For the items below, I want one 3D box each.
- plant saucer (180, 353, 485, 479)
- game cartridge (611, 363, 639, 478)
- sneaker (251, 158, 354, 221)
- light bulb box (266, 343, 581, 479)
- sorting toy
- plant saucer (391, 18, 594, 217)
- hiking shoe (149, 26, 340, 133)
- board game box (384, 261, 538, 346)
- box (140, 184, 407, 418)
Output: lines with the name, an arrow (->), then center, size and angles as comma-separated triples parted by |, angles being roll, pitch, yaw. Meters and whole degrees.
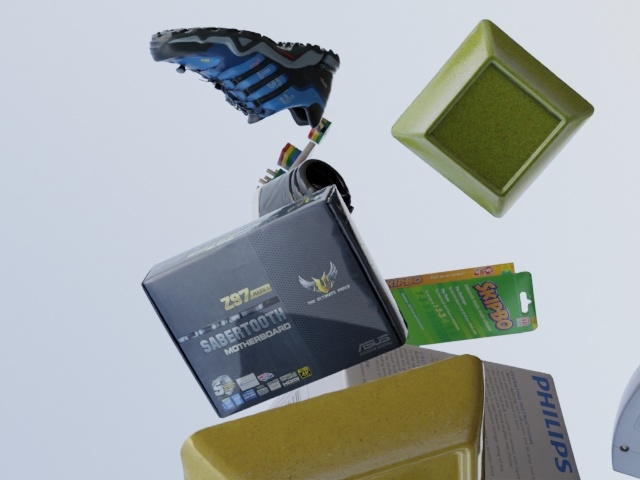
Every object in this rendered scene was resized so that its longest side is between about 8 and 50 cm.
plant saucer -> 0.041, 0.312, 1.291 | 0.081, 0.333, 0.332 | -135, 35, -58
game cartridge -> 0.521, 0.244, 1.736 | 0.198, 0.297, 0.062 | 20, -133, 7
sneaker -> -0.015, 0.012, 1.766 | 0.105, 0.147, 0.295 | 11, -126, -35
light bulb box -> 0.111, 0.337, 1.757 | 0.361, 0.358, 0.225 | 14, -133, -25
sorting toy -> -0.075, -0.092, 2.123 | 0.046, 0.132, 0.274 | 31, -118, 4
plant saucer -> 0.216, -0.145, 1.547 | 0.188, 0.188, 0.045 | 37, -166, -10
hiking shoe -> -0.108, -0.239, 1.837 | 0.304, 0.113, 0.132 | 6, -86, -27
board game box -> 0.194, 0.101, 1.891 | 0.039, 0.260, 0.124 | -84, -16, -51
box -> -0.048, 0.069, 1.340 | 0.183, 0.233, 0.059 | 63, -165, -15
